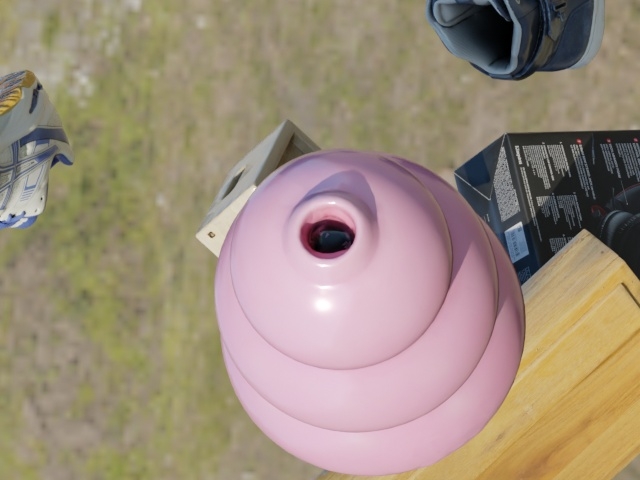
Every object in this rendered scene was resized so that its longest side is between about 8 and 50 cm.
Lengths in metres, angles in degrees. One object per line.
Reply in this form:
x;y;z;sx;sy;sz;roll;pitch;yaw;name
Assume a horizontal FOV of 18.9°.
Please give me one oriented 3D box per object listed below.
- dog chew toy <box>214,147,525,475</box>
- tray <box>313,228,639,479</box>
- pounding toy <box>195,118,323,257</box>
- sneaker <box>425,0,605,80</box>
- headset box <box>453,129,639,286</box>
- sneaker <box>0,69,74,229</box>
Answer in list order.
0.024;0.035;1.213;0.332;0.207;0.206;62;-155;-73;dog chew toy
0.154;0.201;1.751;0.411;0.203;0.076;-43;38;0;tray
0.006;-0.001;1.744;0.094;0.206;0.181;-40;15;31;pounding toy
0.147;-0.231;1.439;0.086;0.163;0.226;1;102;38;sneaker
0.305;0.005;1.951;0.110;0.293;0.218;-37;62;56;headset box
-0.342;-0.049;1.980;0.112;0.131;0.296;-11;33;37;sneaker
